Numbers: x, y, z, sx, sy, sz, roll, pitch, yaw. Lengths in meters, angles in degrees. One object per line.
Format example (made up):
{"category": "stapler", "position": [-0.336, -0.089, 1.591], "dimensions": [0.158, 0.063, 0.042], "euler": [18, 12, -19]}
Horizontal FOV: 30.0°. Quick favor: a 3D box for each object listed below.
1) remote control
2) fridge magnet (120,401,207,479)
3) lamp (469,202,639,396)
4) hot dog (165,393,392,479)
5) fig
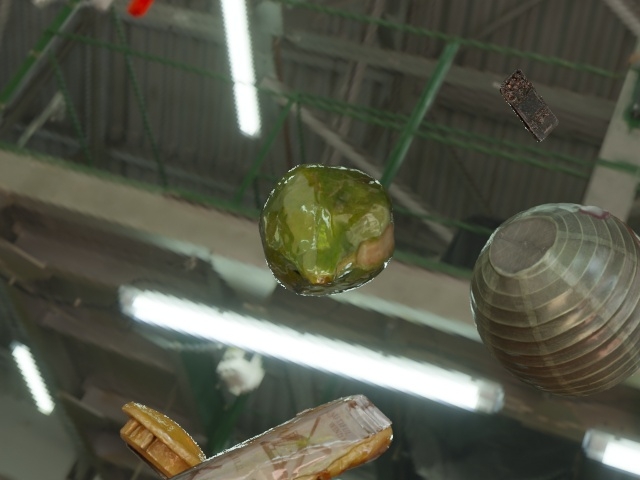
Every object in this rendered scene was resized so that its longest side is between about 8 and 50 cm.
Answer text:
{"category": "remote control", "position": [0.252, -0.165, 1.454], "dimensions": [0.096, 0.039, 0.014], "euler": [48, -7, -28]}
{"category": "fridge magnet", "position": [-0.192, 0.254, 1.468], "dimensions": [0.143, 0.063, 0.143], "euler": [38, -15, 12]}
{"category": "lamp", "position": [0.299, 0.072, 1.455], "dimensions": [0.233, 0.233, 0.265], "euler": [51, -2, -33]}
{"category": "hot dog", "position": [-0.051, 0.216, 1.110], "dimensions": [0.069, 0.252, 0.131], "euler": [67, -21, 2]}
{"category": "fig", "position": [0.000, 0.000, 1.662], "dimensions": [0.206, 0.275, 0.206], "euler": [3, -72, 8]}
